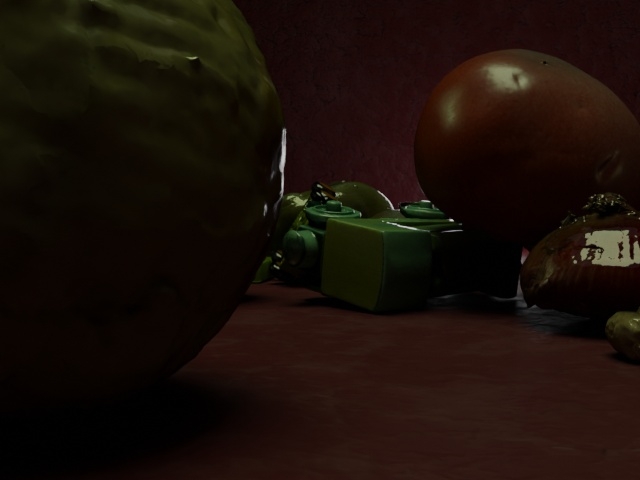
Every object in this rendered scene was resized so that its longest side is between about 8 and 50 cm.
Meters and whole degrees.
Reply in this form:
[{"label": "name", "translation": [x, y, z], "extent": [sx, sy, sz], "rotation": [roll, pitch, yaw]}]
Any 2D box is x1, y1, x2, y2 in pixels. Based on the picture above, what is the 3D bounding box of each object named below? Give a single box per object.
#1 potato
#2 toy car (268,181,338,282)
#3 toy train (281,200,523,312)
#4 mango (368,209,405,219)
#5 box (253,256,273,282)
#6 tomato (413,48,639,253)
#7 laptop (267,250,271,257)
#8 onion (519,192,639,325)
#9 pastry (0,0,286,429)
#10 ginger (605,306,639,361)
[{"label": "potato", "translation": [0.018, -0.032, 1.730], "extent": [0.351, 0.202, 0.218], "rotation": [7, -37, -31]}, {"label": "toy car", "translation": [0.000, 0.000, 1.501], "extent": [0.142, 0.200, 0.248], "rotation": [29, 14, -8]}, {"label": "toy train", "translation": [0.143, 0.023, 1.184], "extent": [0.397, 0.160, 0.253], "rotation": [-1, 10, -37]}, {"label": "mango", "translation": [0.169, 0.013, 1.517], "extent": [0.193, 0.146, 0.316], "rotation": [-6, 8, -7]}, {"label": "box", "translation": [-0.269, 0.062, 1.593], "extent": [0.335, 0.047, 0.187], "rotation": [-1, 2, 9]}, {"label": "tomato", "translation": [0.312, -0.132, 1.077], "extent": [0.342, 0.272, 0.341], "rotation": [13, 17, -4]}, {"label": "laptop", "translation": [-0.232, -0.015, 1.869], "extent": [0.269, 0.015, 0.187], "rotation": [14, -39, -10]}, {"label": "onion", "translation": [0.357, 0.024, 0.893], "extent": [0.230, 0.163, 0.230], "rotation": [2, -6, 0]}, {"label": "pastry", "translation": [-0.200, -0.053, 0.544], "extent": [0.389, 0.388, 0.313], "rotation": [1, -7, 31]}, {"label": "ginger", "translation": [0.360, 0.083, 0.669], "extent": [0.133, 0.058, 0.214], "rotation": [-8, 4, -34]}]
